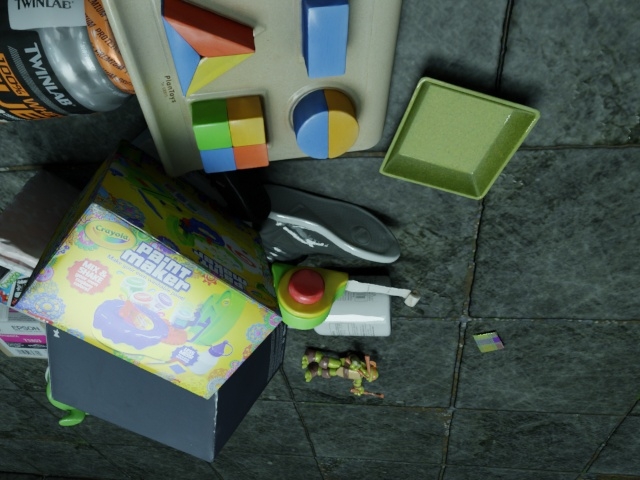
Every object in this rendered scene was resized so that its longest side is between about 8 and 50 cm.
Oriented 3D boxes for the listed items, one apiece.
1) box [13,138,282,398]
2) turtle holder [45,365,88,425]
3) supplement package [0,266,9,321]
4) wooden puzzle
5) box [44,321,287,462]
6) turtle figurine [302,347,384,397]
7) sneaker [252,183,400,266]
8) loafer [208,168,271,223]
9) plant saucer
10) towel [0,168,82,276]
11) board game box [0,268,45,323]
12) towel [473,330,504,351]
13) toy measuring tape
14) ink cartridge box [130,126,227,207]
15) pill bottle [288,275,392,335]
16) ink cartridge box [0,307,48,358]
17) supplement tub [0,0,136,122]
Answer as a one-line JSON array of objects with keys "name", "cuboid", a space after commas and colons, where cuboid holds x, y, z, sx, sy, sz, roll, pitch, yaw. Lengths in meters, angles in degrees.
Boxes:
[{"name": "box", "cuboid": [-0.238, 0.032, 0.760, 0.290, 0.279, 0.177, 37, 102, -26]}, {"name": "turtle holder", "cuboid": [-0.528, 0.309, 1.293, 0.320, 0.227, 0.244, -13, 135, -19]}, {"name": "supplement package", "cuboid": [-0.849, 0.117, 1.119, 0.138, 0.134, 0.244, -4, 170, 14]}, {"name": "wooden puzzle", "cuboid": [-0.058, -0.205, 0.646, 0.347, 0.081, 0.322, -12, 146, -8]}, {"name": "box", "cuboid": [-0.277, 0.204, 0.976, 0.342, 0.312, 0.179, 14, 112, 15]}, {"name": "turtle figurine", "cuboid": [0.064, 0.339, 1.342, 0.217, 0.087, 0.270, 5, 147, 14]}, {"name": "sneaker", "cuboid": [0.000, 0.000, 0.971, 0.295, 0.105, 0.147, 19, 139, -3]}, {"name": "loafer", "cuboid": [-0.165, -0.122, 0.839, 0.078, 0.080, 0.220, -10, 111, 38]}, {"name": "plant saucer", "cuboid": [0.211, -0.165, 0.793, 0.188, 0.045, 0.188, 14, 138, -7]}, {"name": "towel", "cuboid": [-0.401, 0.019, 0.896, 0.316, 0.332, 0.053, 34, 102, -25]}, {"name": "board game box", "cuboid": [-0.593, 0.099, 1.125, 0.305, 0.053, 0.193, -30, 127, 34]}, {"name": "towel", "cuboid": [0.420, 0.254, 1.251, 0.060, 0.009, 0.083, -16, 132, 26]}, {"name": "toy measuring tape", "cuboid": [0.029, 0.121, 0.959, 0.329, 0.122, 0.121, 11, 138, -5]}, {"name": "ink cartridge box", "cuboid": [-0.262, -0.115, 0.899, 0.127, 0.072, 0.175, -27, 127, 31]}, {"name": "pill bottle", "cuboid": [0.039, 0.142, 1.094, 0.229, 0.131, 0.131, -1, 137, 10]}, {"name": "ink cartridge box", "cuboid": [-0.779, 0.240, 1.361, 0.234, 0.088, 0.193, 1, 139, 9]}, {"name": "supplement tub", "cuboid": [-0.382, -0.262, 0.666, 0.315, 0.194, 0.194, -3, 137, 12]}]
